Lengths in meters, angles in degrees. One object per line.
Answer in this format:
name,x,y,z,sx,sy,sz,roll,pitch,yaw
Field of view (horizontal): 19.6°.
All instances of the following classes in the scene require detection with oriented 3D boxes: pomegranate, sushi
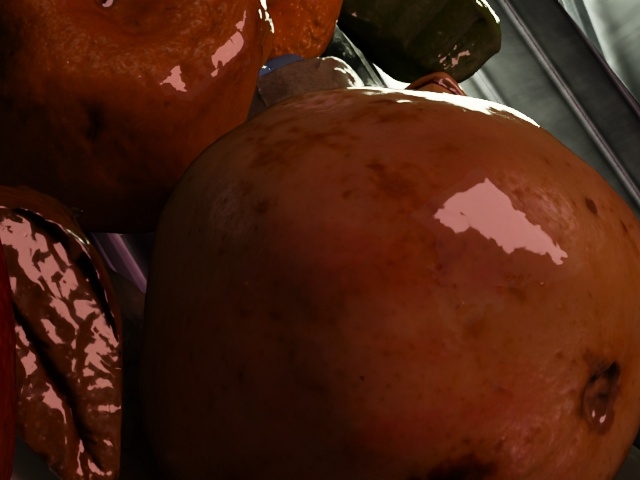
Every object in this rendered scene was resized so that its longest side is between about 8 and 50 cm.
pomegranate,0.031,0.066,1.148,0.342,0.342,0.342,43,23,-23
sushi,-0.177,0.046,1.024,0.287,0.140,0.149,47,61,-13

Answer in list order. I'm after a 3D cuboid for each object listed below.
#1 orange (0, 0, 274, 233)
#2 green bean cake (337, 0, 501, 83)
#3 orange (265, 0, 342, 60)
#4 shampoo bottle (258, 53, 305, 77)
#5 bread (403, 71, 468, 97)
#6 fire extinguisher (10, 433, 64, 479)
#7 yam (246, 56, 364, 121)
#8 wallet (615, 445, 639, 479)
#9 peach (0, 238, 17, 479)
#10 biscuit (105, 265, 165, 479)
orange,-0.155,-0.113,1.255,0.249,0.183,0.249,4,53,-5
green bean cake,0.070,-0.263,1.970,0.222,0.125,0.248,41,2,-27
orange,-0.072,-0.226,1.619,0.193,0.193,0.161,37,-10,-35
shampoo bottle,-0.024,-0.096,1.558,0.258,0.104,0.061,37,24,-54
bread,0.135,-0.066,1.872,0.200,0.116,0.077,51,16,-4
fire extinguisher,-0.191,0.122,0.922,0.311,0.095,0.114,47,-9,-10
yam,0.000,0.000,1.424,0.161,0.161,0.268,29,33,-46
wallet,0.323,0.269,1.824,0.245,0.052,0.168,40,23,-17
peach,-0.243,0.048,0.629,0.308,0.307,0.332,31,-1,-44
biscuit,-0.118,0.100,1.192,0.220,0.033,0.220,46,22,-25
